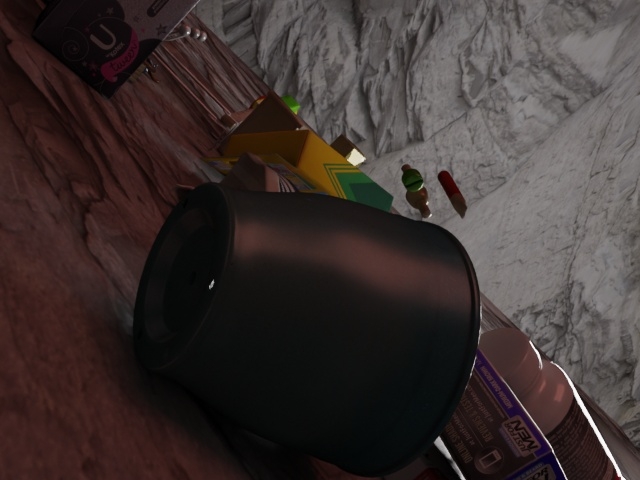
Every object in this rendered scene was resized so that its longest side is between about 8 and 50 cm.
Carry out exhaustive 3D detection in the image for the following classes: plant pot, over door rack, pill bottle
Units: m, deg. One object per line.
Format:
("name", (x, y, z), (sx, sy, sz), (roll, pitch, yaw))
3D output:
("plant pot", (-0.031, 0.071, 0.889), (0.255, 0.271, 0.271), (21, 22, -31))
("over door rack", (-0.256, -0.342, 1.778), (0.324, 0.108, 0.239), (57, 6, -8))
("pill bottle", (0.326, 0.294, 1.409), (0.318, 0.176, 0.176), (57, 5, -23))

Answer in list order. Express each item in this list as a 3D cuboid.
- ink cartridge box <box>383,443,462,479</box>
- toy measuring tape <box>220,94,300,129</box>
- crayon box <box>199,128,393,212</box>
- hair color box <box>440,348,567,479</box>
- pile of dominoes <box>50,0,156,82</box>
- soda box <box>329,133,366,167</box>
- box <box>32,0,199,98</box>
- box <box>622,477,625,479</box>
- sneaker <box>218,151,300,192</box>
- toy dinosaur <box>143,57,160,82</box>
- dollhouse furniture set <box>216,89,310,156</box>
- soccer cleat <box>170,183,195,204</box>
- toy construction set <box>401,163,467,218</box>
("ink cartridge box", (0.112, 0.276, 1.153), (0.135, 0.056, 0.099), (52, 13, 29))
("toy measuring tape", (-0.158, -0.287, 2.253), (0.121, 0.121, 0.330), (47, 33, 9))
("crayon box", (-0.038, -0.116, 1.705), (0.203, 0.083, 0.323), (2, -22, 42))
("hair color box", (0.252, 0.317, 1.169), (0.339, 0.110, 0.185), (57, 2, -39))
("pile of dominoes", (-0.433, -0.388, 1.702), (0.251, 0.040, 0.196), (41, 8, 20))
("soda box", (0.013, -0.150, 2.068), (0.058, 0.181, 0.061), (32, 16, -51))
("box", (-0.317, -0.379, 1.465), (0.163, 0.247, 0.142), (41, 13, -25))
("box", (0.472, 0.478, 1.506), (0.156, 0.158, 0.093), (42, 11, -20))
("sneaker", (-0.072, -0.038, 1.432), (0.148, 0.131, 0.350), (38, 12, -18))
("toy dinosaur", (-0.370, -0.364, 1.849), (0.082, 0.047, 0.090), (42, -27, 34))
("dollhouse furniture set", (-0.079, -0.188, 1.907), (0.212, 0.161, 0.242), (49, 11, 20))
("soccer cleat", (-0.148, -0.013, 1.243), (0.076, 0.068, 0.196), (30, 11, -41))
("toy construction set", (0.137, 0.037, 1.580), (0.257, 0.309, 0.237), (31, 20, -26))
